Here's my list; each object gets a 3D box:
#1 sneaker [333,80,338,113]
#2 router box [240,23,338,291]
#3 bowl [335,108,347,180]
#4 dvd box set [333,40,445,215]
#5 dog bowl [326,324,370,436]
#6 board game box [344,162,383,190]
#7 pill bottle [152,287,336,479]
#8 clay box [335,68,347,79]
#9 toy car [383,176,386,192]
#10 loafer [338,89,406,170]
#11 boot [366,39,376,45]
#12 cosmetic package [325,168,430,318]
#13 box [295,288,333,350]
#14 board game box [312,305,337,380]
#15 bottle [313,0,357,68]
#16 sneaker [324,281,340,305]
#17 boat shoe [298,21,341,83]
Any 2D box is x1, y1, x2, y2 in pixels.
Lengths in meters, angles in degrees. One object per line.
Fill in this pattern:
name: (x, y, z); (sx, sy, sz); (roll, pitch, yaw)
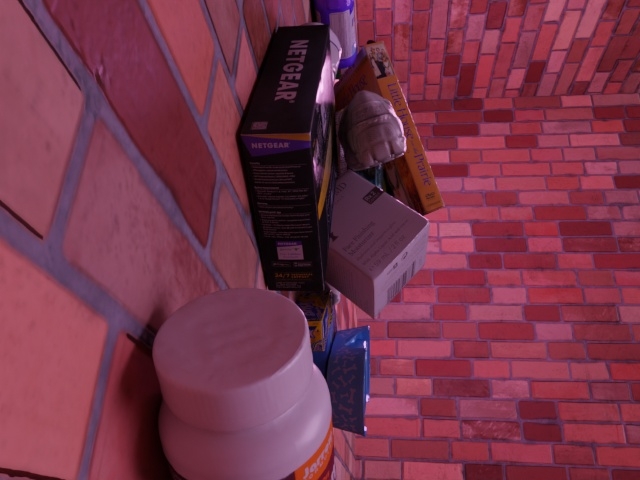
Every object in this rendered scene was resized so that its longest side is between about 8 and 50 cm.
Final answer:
sneaker: (0.138, -0.327, 1.686); (0.295, 0.124, 0.178); (42, -37, 33)
router box: (-0.028, -0.121, 0.797); (0.309, 0.081, 0.243); (-83, 171, -49)
bowl: (0.007, -0.165, 1.108); (0.170, 0.080, 0.170); (-1, 90, -84)
dvd box set: (0.156, -0.244, 1.475); (0.307, 0.062, 0.420); (155, -84, -73)
dog bowl: (0.060, 0.274, 1.169); (0.297, 0.074, 0.166); (-54, 143, -77)
board game box: (0.054, -0.105, 1.194); (0.026, 0.186, 0.126); (17, 66, -38)
pill bottle: (-0.050, 0.153, 0.426); (0.121, 0.121, 0.221); (-80, 168, -57)
clay box: (0.055, -0.593, 1.667); (0.127, 0.053, 0.222); (76, 16, -66)
toy car: (0.076, -0.168, 1.461); (0.149, 0.155, 0.188); (74, 7, -68)
loafer: (0.084, -0.182, 0.968); (0.319, 0.112, 0.111); (-93, 164, -86)
boot: (0.131, -0.446, 1.501); (0.106, 0.037, 0.114); (67, -21, 9)
cosmetic package: (0.073, 0.006, 1.024); (0.151, 0.184, 0.151); (-45, 154, -20)
box: (-0.014, 0.134, 1.000); (0.169, 0.059, 0.054); (-65, 152, -75)
board game box: (0.002, 0.227, 1.194); (0.210, 0.047, 0.160); (-82, 170, -45)
bottle: (0.030, -0.523, 1.269); (0.283, 0.092, 0.118); (82, 6, -50)
sneaker: (0.022, 0.087, 1.150); (0.152, 0.061, 0.053); (-129, -143, -71)
boat shoe: (-0.002, -0.293, 1.018); (0.226, 0.083, 0.075); (62, 27, -78)
